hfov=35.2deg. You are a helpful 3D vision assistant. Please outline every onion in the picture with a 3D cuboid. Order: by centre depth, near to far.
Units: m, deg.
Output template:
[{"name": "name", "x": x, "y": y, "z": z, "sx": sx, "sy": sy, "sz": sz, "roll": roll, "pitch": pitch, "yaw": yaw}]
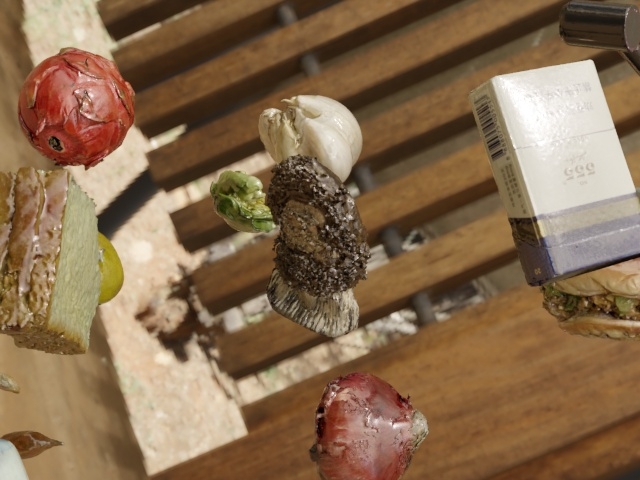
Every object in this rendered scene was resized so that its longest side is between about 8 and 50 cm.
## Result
[{"name": "onion", "x": 0.073, "y": 0.262, "z": 1.378, "sx": 0.184, "sy": 0.147, "sz": 0.183, "roll": 38, "pitch": 42, "yaw": -45}]

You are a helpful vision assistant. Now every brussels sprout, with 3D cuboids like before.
[{"name": "brussels sprout", "x": -0.152, "y": -0.068, "z": 1.954, "sx": 0.181, "sy": 0.100, "sz": 0.139, "roll": 11, "pitch": -30, "yaw": 51}]

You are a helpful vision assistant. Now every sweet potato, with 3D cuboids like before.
[{"name": "sweet potato", "x": -0.479, "y": 0.341, "z": 1.683, "sx": 0.049, "sy": 0.117, "sz": 0.049, "roll": -5, "pitch": 90, "yaw": -73}]

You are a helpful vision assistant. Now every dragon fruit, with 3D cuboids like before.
[{"name": "dragon fruit", "x": -0.486, "y": -0.265, "z": 2.018, "sx": 0.241, "sy": 0.241, "sz": 0.252, "roll": 60, "pitch": 44, "yaw": -62}]

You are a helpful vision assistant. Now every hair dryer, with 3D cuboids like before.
[{"name": "hair dryer", "x": 0.474, "y": -0.310, "z": 1.599, "sx": 0.248, "sy": 0.114, "sz": 0.070, "roll": 18, "pitch": 89, "yaw": -53}]

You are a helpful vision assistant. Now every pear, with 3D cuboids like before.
[{"name": "pear", "x": -0.453, "y": 0.049, "z": 1.906, "sx": 0.162, "sy": 0.149, "sz": 0.149, "roll": 61, "pitch": 5, "yaw": -21}]

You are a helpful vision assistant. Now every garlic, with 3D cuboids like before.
[{"name": "garlic", "x": -0.018, "y": -0.215, "z": 2.062, "sx": 0.203, "sy": 0.185, "sz": 0.281, "roll": 58, "pitch": -1, "yaw": -25}]

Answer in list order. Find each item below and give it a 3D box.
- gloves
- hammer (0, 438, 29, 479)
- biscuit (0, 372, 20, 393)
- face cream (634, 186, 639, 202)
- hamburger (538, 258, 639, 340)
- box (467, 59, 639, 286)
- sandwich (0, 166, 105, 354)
[{"name": "gloves", "x": -0.008, "y": 0.000, "z": 1.652, "sx": 0.210, "sy": 0.135, "sz": 0.312, "roll": 46, "pitch": -40, "yaw": 41}, {"name": "hammer", "x": -0.348, "y": 0.277, "z": 1.010, "sx": 0.194, "sy": 0.070, "sz": 0.116, "roll": -69, "pitch": 142, "yaw": -80}, {"name": "biscuit", "x": -0.703, "y": 0.258, "z": 1.994, "sx": 0.228, "sy": 0.176, "sz": 0.031, "roll": 61, "pitch": 40, "yaw": -69}, {"name": "face cream", "x": 0.658, "y": 0.005, "z": 1.956, "sx": 0.252, "sy": 0.101, "sz": 0.101, "roll": 38, "pitch": 18, "yaw": -28}, {"name": "hamburger", "x": 0.484, "y": 0.070, "z": 1.620, "sx": 0.243, "sy": 0.286, "sz": 0.146, "roll": -13, "pitch": 99, "yaw": -43}, {"name": "box", "x": 0.299, "y": -0.084, "z": 1.249, "sx": 0.071, "sy": 0.168, "sz": 0.259, "roll": -28, "pitch": -105, "yaw": 65}, {"name": "sandwich", "x": -0.448, "y": 0.044, "z": 1.644, "sx": 0.325, "sy": 0.131, "sz": 0.262, "roll": 84, "pitch": 9, "yaw": -75}]
